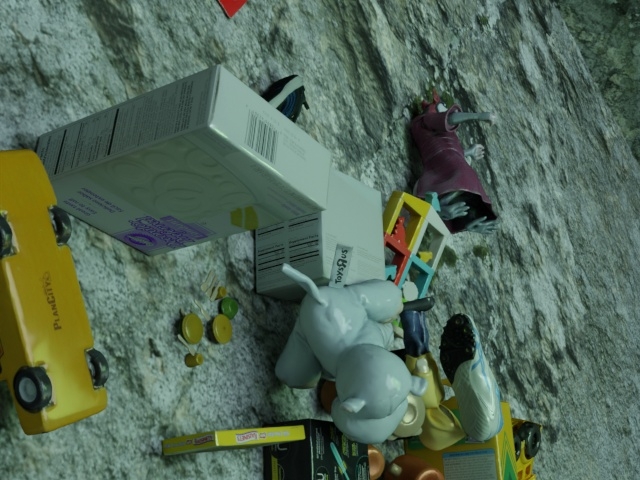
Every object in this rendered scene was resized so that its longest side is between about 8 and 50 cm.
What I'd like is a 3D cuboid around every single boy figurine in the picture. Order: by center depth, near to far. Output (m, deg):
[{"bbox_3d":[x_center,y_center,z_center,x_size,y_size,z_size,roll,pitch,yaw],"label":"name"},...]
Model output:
[{"bbox_3d":[0.201,0.252,1.806,0.177,0.092,0.285,42,35,-76],"label":"boy figurine"}]

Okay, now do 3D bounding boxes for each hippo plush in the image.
[{"bbox_3d":[0.080,0.181,1.522,0.234,0.236,0.294,-18,138,-27],"label":"hippo plush"}]

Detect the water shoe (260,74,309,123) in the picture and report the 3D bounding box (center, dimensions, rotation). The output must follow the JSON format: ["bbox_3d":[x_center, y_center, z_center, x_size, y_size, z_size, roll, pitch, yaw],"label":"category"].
[{"bbox_3d":[-0.072,-0.234,1.728,0.203,0.073,0.080,-50,121,-50],"label":"water shoe"}]

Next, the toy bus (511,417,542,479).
[{"bbox_3d":[0.374,0.495,2.061,0.220,0.149,0.211,-6,99,-54],"label":"toy bus"}]

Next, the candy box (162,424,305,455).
[{"bbox_3d":[-0.125,0.296,1.420,0.206,0.105,0.027,12,69,-54],"label":"candy box"}]

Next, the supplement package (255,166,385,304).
[{"bbox_3d":[0.000,0.000,1.673,0.194,0.149,0.203,22,60,-50],"label":"supplement package"}]

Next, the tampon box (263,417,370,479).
[{"bbox_3d":[-0.006,0.362,1.570,0.161,0.101,0.120,21,60,-50],"label":"tampon box"}]

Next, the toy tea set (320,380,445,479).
[{"bbox_3d":[0.101,0.376,1.749,0.200,0.124,0.336,-19,98,-27],"label":"toy tea set"}]

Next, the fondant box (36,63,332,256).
[{"bbox_3d":[-0.185,-0.092,1.274,0.238,0.330,0.096,34,53,-45],"label":"fondant box"}]

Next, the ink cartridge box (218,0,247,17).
[{"bbox_3d":[-0.169,-0.529,1.693,0.231,0.078,0.134,58,37,-25],"label":"ink cartridge box"}]

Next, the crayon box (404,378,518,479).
[{"bbox_3d":[0.272,0.432,1.858,0.083,0.203,0.323,18,64,-52],"label":"crayon box"}]

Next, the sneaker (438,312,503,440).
[{"bbox_3d":[0.281,0.248,1.762,0.086,0.085,0.237,-14,91,-52],"label":"sneaker"}]

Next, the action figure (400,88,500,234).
[{"bbox_3d":[0.271,-0.175,2.165,0.248,0.276,0.370,76,-2,-59],"label":"action figure"}]

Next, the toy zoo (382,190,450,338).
[{"bbox_3d":[0.169,0.032,1.920,0.192,0.030,0.293,35,73,-44],"label":"toy zoo"}]

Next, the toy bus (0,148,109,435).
[{"bbox_3d":[-0.362,0.060,1.139,0.108,0.130,0.332,-15,90,-57],"label":"toy bus"}]

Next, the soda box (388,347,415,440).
[{"bbox_3d":[0.154,0.300,1.871,0.060,0.053,0.169,35,50,-44],"label":"soda box"}]

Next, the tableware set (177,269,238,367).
[{"bbox_3d":[-0.177,0.129,1.485,0.104,0.024,0.154,56,37,-32],"label":"tableware set"}]
